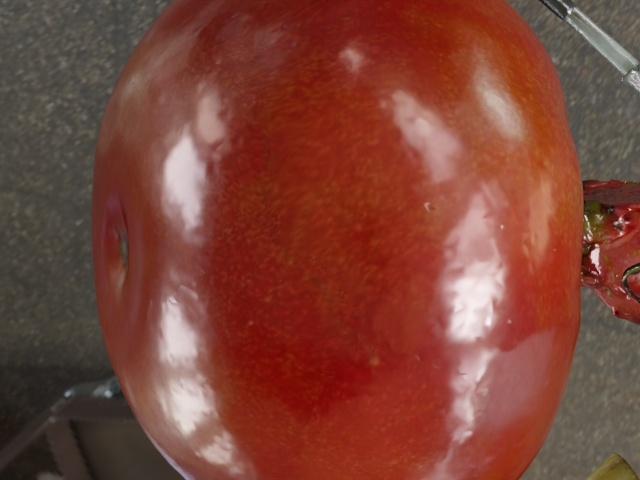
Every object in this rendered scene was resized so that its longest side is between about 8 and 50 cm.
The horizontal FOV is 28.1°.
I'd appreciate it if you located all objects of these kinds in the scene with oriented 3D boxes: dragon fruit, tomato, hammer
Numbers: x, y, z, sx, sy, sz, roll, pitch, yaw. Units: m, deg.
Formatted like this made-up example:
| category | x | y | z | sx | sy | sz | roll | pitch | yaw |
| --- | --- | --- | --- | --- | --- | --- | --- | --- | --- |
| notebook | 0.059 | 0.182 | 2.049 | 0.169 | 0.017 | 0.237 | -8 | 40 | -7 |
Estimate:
| category | x | y | z | sx | sy | sz | roll | pitch | yaw |
| --- | --- | --- | --- | --- | --- | --- | --- | --- | --- |
| dragon fruit | 0.274 | 0.018 | 1.006 | 0.207 | 0.133 | 0.150 | 49 | 140 | 16 |
| tomato | 0.000 | 0.000 | 0.413 | 0.136 | 0.195 | 0.195 | 0 | 126 | -22 |
| hammer | 0.179 | -0.185 | 0.977 | 0.246 | 0.103 | 0.029 | 45 | 101 | 8 |

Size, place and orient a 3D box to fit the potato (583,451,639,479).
| category | x | y | z | sx | sy | sz | roll | pitch | yaw |
| --- | --- | --- | --- | --- | --- | --- | --- | --- | --- |
| potato | 0.207 | 0.281 | 0.918 | 0.158 | 0.178 | 0.203 | -33 | 79 | -2 |

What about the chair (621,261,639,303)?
| category | x | y | z | sx | sy | sz | roll | pitch | yaw |
| --- | --- | --- | --- | --- | --- | --- | --- | --- | --- |
| chair | 0.289 | 0.053 | 0.779 | 0.160 | 0.170 | 0.325 | 49 | 144 | 4 |
